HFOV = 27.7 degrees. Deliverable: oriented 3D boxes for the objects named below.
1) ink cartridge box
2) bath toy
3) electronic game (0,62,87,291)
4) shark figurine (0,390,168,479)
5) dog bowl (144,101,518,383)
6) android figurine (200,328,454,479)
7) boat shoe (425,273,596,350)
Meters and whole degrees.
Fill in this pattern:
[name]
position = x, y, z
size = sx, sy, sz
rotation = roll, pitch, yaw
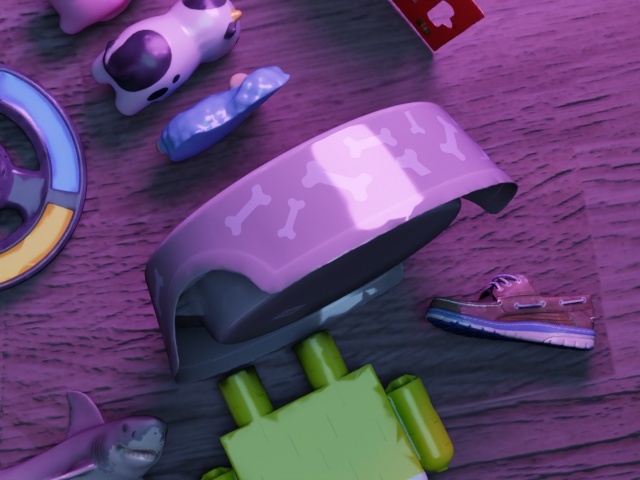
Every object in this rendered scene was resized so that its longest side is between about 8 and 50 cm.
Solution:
[ink cartridge box]
position = 0.041, -0.274, 1.239
size = 0.066, 0.189, 0.232
rotation = -35, 94, -9
[bath toy]
position = -0.183, -0.250, 1.234
size = 0.348, 0.129, 0.151
rotation = 50, 47, -5
[electronic game]
position = -0.339, -0.061, 1.238
size = 0.229, 0.048, 0.229
rotation = 0, 88, -9
[shark figurine]
position = -0.263, 0.198, 1.232
size = 0.278, 0.166, 0.116
rotation = -13, 64, 7
[dog bowl]
position = 0.000, 0.000, 1.155
size = 0.349, 0.349, 0.102
rotation = -27, 79, -10
[android figurine]
position = 0.012, 0.233, 1.271
size = 0.248, 0.056, 0.273
rotation = -27, 86, -8
[boat shoe]
position = 0.193, 0.069, 1.318
size = 0.183, 0.066, 0.066
rotation = 10, 81, -19
